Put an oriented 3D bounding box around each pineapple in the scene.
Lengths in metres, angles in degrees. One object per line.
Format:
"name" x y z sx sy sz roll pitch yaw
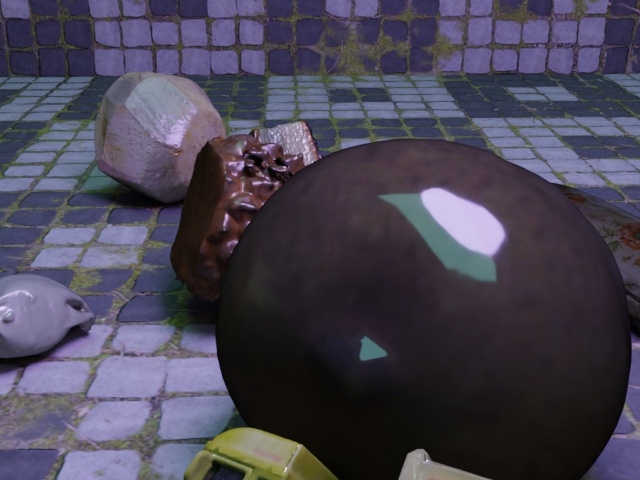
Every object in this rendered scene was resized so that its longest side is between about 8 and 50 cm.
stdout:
"pineapple" -0.001 0.001 1.073 0.357 0.223 0.223 12 19 -20

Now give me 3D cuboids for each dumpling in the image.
"dumpling" -0.370 0.087 0.972 0.134 0.100 0.169 2 18 37

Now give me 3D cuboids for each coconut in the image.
"coconut" -0.287 -0.184 1.450 0.237 0.237 0.197 16 23 33

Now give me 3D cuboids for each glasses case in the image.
"glasses case" 0.400 0.010 1.152 0.156 0.098 0.425 -4 23 -21

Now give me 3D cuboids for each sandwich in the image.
"sandwich" -0.060 -0.053 1.294 0.108 0.220 0.186 -15 -9 -25

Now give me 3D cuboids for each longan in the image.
"longan" 0.085 0.080 0.727 0.361 0.361 0.361 0 23 0

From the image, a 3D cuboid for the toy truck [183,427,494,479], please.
"toy truck" 0.023 0.210 0.539 0.272 0.124 0.157 8 58 35
